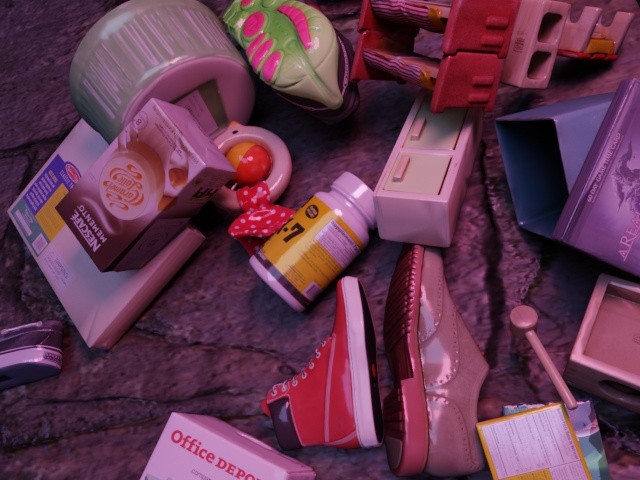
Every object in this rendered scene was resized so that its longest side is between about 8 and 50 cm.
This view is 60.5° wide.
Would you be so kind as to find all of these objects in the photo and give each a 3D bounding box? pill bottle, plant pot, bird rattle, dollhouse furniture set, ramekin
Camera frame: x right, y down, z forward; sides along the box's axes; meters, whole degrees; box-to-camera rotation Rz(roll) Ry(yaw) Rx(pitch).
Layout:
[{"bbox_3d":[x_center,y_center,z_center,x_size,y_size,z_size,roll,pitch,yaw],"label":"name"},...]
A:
[{"bbox_3d":[0.000,0.000,0.856,0.208,0.119,0.119,-45,61,-4],"label":"pill bottle"},{"bbox_3d":[0.387,-0.117,0.721,0.234,0.165,0.166,-19,103,-2],"label":"plant pot"},{"bbox_3d":[-0.137,-0.106,0.942,0.253,0.143,0.207,24,76,25],"label":"bird rattle"},{"bbox_3d":[0.259,-0.294,0.840,0.374,0.152,0.201,-8,30,-30],"label":"dollhouse furniture set"},{"bbox_3d":[-0.260,-0.254,0.967,0.303,0.303,0.148,-39,68,0],"label":"ramekin"}]

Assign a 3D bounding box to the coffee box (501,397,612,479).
[{"bbox_3d":[0.293,0.291,0.666,0.113,0.040,0.184,-8,65,15],"label":"coffee box"}]

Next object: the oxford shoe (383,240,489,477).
[{"bbox_3d":[0.160,0.143,0.759,0.130,0.123,0.348,8,66,-6],"label":"oxford shoe"}]

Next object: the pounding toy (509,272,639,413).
[{"bbox_3d":[0.337,0.141,0.678,0.206,0.094,0.181,20,65,26],"label":"pounding toy"}]

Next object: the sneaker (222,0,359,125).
[{"bbox_3d":[-0.050,-0.362,1.011,0.185,0.202,0.483,-31,43,16],"label":"sneaker"}]

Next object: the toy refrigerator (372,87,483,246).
[{"bbox_3d":[0.167,-0.121,0.812,0.102,0.094,0.269,8,48,23],"label":"toy refrigerator"}]

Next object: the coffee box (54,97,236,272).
[{"bbox_3d":[-0.274,-0.079,0.860,0.246,0.098,0.141,-43,79,16],"label":"coffee box"}]

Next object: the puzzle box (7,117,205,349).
[{"bbox_3d":[-0.420,-0.033,1.037,0.272,0.052,0.409,-48,61,5],"label":"puzzle box"}]

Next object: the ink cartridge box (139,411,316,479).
[{"bbox_3d":[-0.158,0.400,0.734,0.201,0.117,0.278,17,74,25],"label":"ink cartridge box"}]

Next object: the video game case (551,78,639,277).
[{"bbox_3d":[0.426,-0.042,0.651,0.274,0.026,0.196,21,95,-16],"label":"video game case"}]

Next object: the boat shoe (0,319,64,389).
[{"bbox_3d":[-0.610,0.207,0.986,0.306,0.113,0.105,-15,56,10],"label":"boat shoe"}]

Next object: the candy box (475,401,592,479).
[{"bbox_3d":[0.260,0.299,0.622,0.105,0.027,0.206,-17,73,7],"label":"candy box"}]

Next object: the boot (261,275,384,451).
[{"bbox_3d":[-0.007,0.176,0.802,0.176,0.088,0.244,-9,68,18],"label":"boot"}]

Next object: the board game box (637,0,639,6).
[{"bbox_3d":[0.664,-0.453,0.853,0.316,0.064,0.242,-12,64,14],"label":"board game box"}]
